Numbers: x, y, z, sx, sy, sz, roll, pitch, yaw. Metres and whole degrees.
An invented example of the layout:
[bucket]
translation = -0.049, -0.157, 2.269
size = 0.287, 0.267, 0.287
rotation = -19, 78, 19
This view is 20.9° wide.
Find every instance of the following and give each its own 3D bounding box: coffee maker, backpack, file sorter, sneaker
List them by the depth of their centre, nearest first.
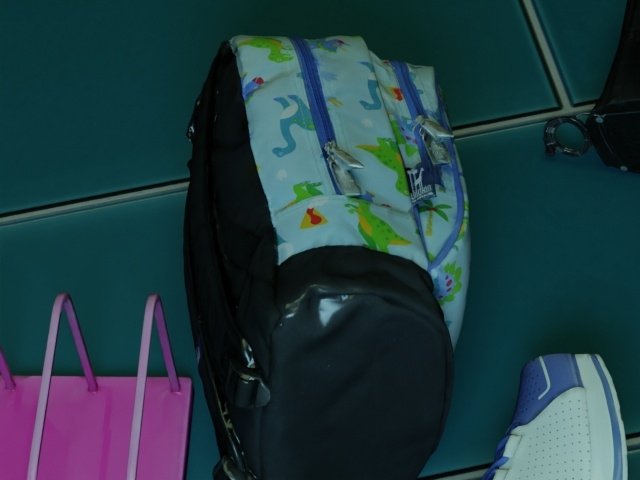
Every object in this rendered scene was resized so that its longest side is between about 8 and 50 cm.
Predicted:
[sneaker]
translation = 0.124, 0.223, 1.240
size = 0.182, 0.127, 0.315
rotation = 2, 56, 2
[file sorter]
translation = -0.254, 0.149, 1.281
size = 0.290, 0.182, 0.202
rotation = 0, 55, 3
[backpack]
translation = 0.000, 0.000, 1.338
size = 0.273, 0.290, 0.355
rotation = -14, 48, -17
[coffee maker]
translation = 0.296, -0.157, 1.506
size = 0.171, 0.120, 0.178
rotation = 11, 55, 12
